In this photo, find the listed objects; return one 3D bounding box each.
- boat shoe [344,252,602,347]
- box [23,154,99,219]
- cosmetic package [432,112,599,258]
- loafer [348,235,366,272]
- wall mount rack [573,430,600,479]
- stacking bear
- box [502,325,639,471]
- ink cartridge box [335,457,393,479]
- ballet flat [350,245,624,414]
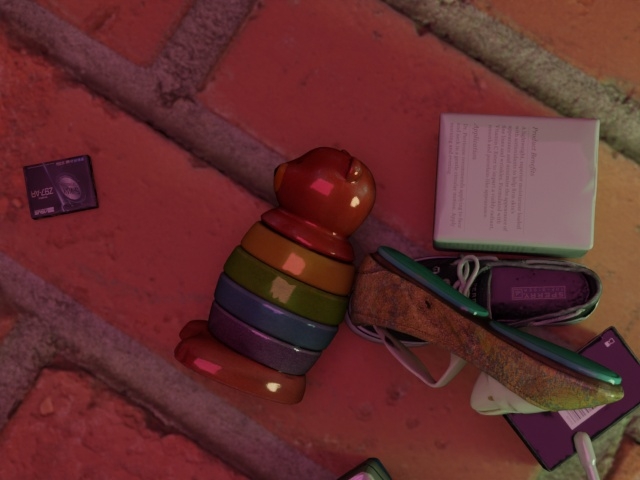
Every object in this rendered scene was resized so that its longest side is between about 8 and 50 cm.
[{"bbox_3d":[0.178,0.070,1.858,0.306,0.105,0.113,1,84,4],"label":"boat shoe"},{"bbox_3d":[-0.320,-0.066,1.947,0.083,0.018,0.067,-10,83,2],"label":"box"},{"bbox_3d":[0.226,-0.062,1.845,0.183,0.151,0.151,4,85,5],"label":"cosmetic package"},{"bbox_3d":[0.000,0.000,1.915,0.125,0.039,0.045,36,54,3],"label":"loafer"},{"bbox_3d":[0.419,0.341,1.718,0.350,0.130,0.304,-14,115,3],"label":"wall mount rack"},{"bbox_3d":[-0.033,0.027,1.823,0.164,0.175,0.289,25,97,-5],"label":"stacking bear"},{"bbox_3d":[0.294,0.183,1.812,0.156,0.158,0.093,-37,82,0],"label":"box"},{"bbox_3d":[0.066,0.397,1.687,0.166,0.395,0.285,-33,83,-1],"label":"ink cartridge box"},{"bbox_3d":[0.170,0.124,1.731,0.348,0.123,0.123,30,86,32],"label":"ballet flat"}]
